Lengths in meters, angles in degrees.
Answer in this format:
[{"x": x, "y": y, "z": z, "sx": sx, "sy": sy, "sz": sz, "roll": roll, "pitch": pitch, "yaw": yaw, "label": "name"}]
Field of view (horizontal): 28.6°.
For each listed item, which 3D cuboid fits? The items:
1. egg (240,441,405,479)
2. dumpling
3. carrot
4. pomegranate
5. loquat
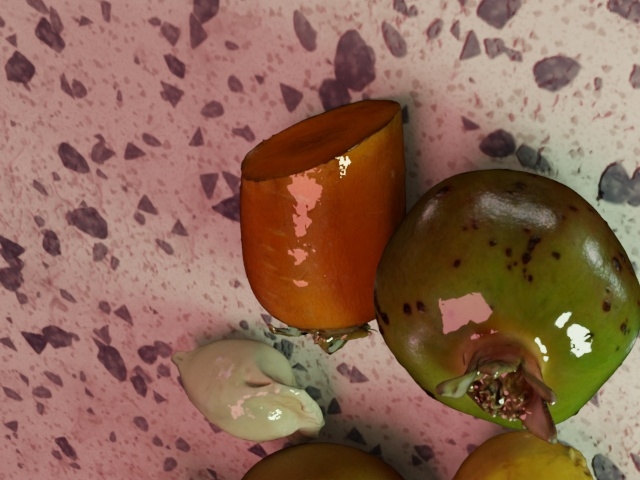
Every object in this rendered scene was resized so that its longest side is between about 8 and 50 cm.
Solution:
[{"x": 0.004, "y": 0.395, "z": 1.685, "sx": 0.322, "sy": 0.250, "sz": 0.250, "roll": 16, "pitch": 131, "yaw": 57, "label": "egg"}, {"x": -0.096, "y": 0.217, "z": 1.734, "sx": 0.252, "sy": 0.131, "sz": 0.179, "roll": 6, "pitch": 153, "yaw": 39, "label": "dumpling"}, {"x": 0.000, "y": 0.000, "z": 1.468, "sx": 0.214, "sy": 0.193, "sz": 0.331, "roll": 1, "pitch": 121, "yaw": 15, "label": "carrot"}, {"x": 0.194, "y": 0.095, "z": 1.322, "sx": 0.291, "sy": 0.323, "sz": 0.290, "roll": 5, "pitch": 144, "yaw": 4, "label": "pomegranate"}, {"x": 0.238, "y": 0.340, "z": 1.539, "sx": 0.234, "sy": 0.176, "sz": 0.187, "roll": -53, "pitch": 49, "yaw": 17, "label": "loquat"}]
